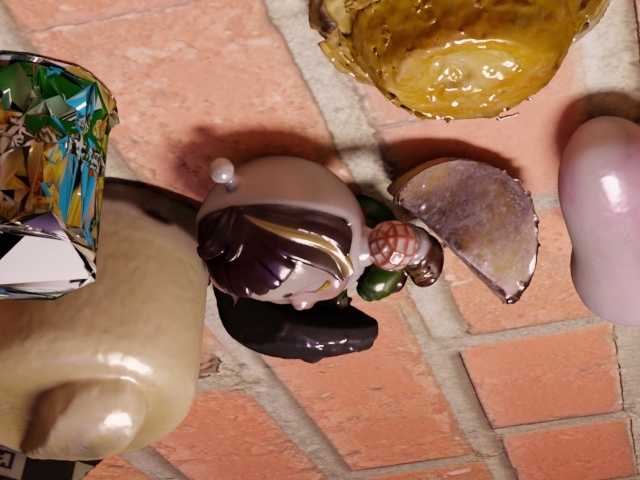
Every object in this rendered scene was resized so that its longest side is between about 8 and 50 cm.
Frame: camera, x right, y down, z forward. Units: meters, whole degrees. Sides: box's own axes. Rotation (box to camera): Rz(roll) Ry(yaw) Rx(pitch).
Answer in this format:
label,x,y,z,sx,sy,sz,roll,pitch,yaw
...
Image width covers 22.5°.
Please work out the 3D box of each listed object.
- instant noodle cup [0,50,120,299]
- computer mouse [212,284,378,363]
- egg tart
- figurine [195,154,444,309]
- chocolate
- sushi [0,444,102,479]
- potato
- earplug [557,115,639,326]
label,x,y,z,sx,sy,sz,roll,pitch,yaw
instant noodle cup,-0.314,-0.054,1.603,0.240,0.178,0.240,-4,157,-2
computer mouse,-0.042,0.100,1.946,0.138,0.086,0.270,1,-165,-32
egg tart,0.131,-0.191,1.469,0.295,0.116,0.295,-3,155,-1
figurine,0.000,0.000,1.822,0.281,0.167,0.370,-10,166,36
chocolate,-0.286,0.121,1.868,0.314,0.297,0.326,2,156,-4
sushi,-0.399,0.224,1.961,0.292,0.294,0.059,-38,156,-55
potato,0.167,-0.044,1.871,0.120,0.100,0.261,-48,131,1
earplug,0.343,-0.042,1.814,0.172,0.172,0.301,-11,149,13
